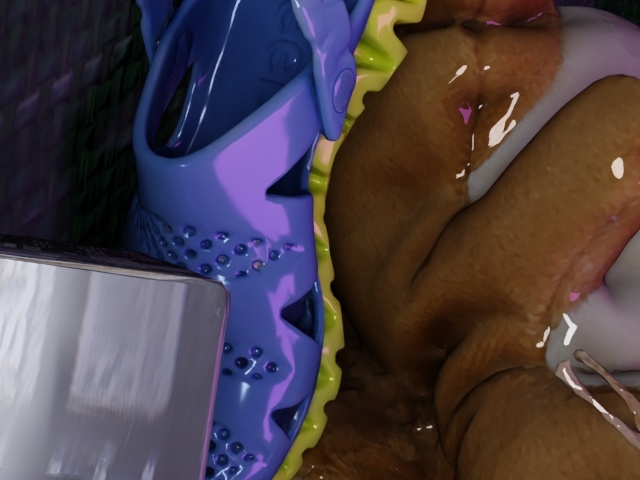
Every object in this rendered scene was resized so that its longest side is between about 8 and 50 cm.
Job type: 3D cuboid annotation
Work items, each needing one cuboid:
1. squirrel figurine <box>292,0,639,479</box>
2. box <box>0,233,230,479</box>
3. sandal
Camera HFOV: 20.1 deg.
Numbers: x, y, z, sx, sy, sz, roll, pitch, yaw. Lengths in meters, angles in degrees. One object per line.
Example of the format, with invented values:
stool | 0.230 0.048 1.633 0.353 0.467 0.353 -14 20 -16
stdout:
squirrel figurine | 0.094 0.083 0.932 0.397 0.281 0.370 -37 -135 38
box | -0.095 0.120 0.548 0.307 0.076 0.242 -170 -92 -81
sandal | -0.048 -0.023 0.809 0.138 0.126 0.317 21 79 -67
